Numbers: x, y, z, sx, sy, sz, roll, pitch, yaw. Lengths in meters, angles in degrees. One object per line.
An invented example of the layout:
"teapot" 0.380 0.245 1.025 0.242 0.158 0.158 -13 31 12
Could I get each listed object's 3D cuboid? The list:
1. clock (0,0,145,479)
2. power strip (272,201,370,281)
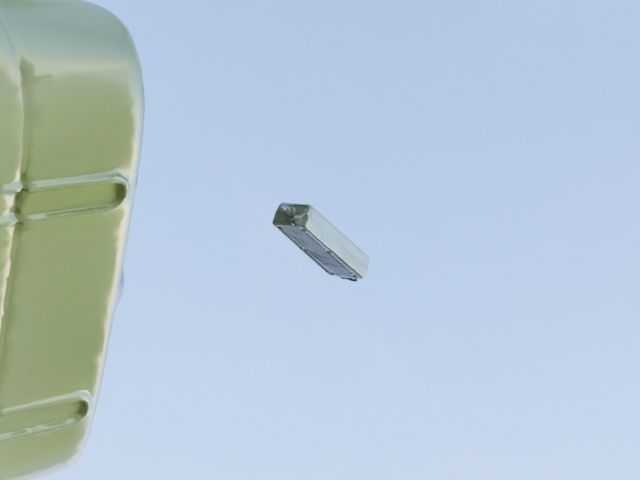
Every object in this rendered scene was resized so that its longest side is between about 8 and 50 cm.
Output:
"clock" -0.233 -0.053 0.770 0.348 0.117 0.286 43 -50 40
"power strip" 0.000 0.000 0.823 0.027 0.017 0.083 4 -26 37
